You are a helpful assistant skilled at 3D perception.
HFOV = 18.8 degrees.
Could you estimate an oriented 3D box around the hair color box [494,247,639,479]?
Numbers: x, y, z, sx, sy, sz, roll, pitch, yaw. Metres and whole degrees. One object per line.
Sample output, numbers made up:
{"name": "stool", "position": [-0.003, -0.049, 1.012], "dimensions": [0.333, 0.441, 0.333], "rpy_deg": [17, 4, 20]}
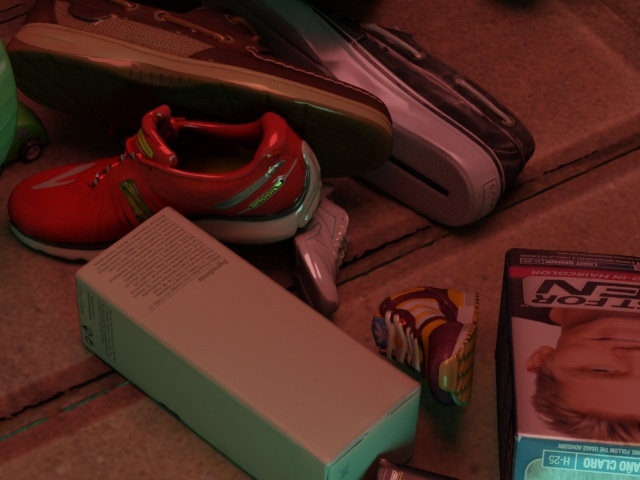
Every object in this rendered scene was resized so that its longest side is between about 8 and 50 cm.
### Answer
{"name": "hair color box", "position": [0.217, 0.116, 1.398], "dimensions": [0.174, 0.105, 0.347], "rpy_deg": [4, 21, 2]}

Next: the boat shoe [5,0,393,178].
{"name": "boat shoe", "position": [-0.094, -0.151, 1.654], "dimensions": [0.342, 0.123, 0.123], "rpy_deg": [13, 59, 11]}

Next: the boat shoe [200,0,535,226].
{"name": "boat shoe", "position": [0.041, -0.136, 1.728], "dimensions": [0.335, 0.121, 0.119], "rpy_deg": [39, 48, 17]}

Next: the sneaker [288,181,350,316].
{"name": "sneaker", "position": [0.000, 0.000, 1.627], "dimensions": [0.061, 0.054, 0.152], "rpy_deg": [-7, 47, -12]}

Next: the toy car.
{"name": "toy car", "position": [-0.240, -0.123, 1.730], "dimensions": [0.225, 0.053, 0.239], "rpy_deg": [-31, 55, -27]}

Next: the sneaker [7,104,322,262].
{"name": "sneaker", "position": [-0.138, -0.061, 1.612], "dimensions": [0.279, 0.118, 0.107], "rpy_deg": [-8, 46, 16]}

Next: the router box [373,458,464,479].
{"name": "router box", "position": [0.072, 0.229, 1.416], "dimensions": [0.092, 0.038, 0.122], "rpy_deg": [14, 57, 9]}

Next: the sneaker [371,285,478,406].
{"name": "sneaker", "position": [0.079, 0.082, 1.512], "dimensions": [0.084, 0.069, 0.185], "rpy_deg": [5, 12, 5]}

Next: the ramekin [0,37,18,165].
{"name": "ramekin", "position": [-0.393, -0.119, 1.565], "dimensions": [0.303, 0.303, 0.148], "rpy_deg": [21, 43, 17]}

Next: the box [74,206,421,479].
{"name": "box", "position": [-0.060, 0.096, 1.509], "dimensions": [0.275, 0.094, 0.113], "rpy_deg": [36, 55, 27]}
